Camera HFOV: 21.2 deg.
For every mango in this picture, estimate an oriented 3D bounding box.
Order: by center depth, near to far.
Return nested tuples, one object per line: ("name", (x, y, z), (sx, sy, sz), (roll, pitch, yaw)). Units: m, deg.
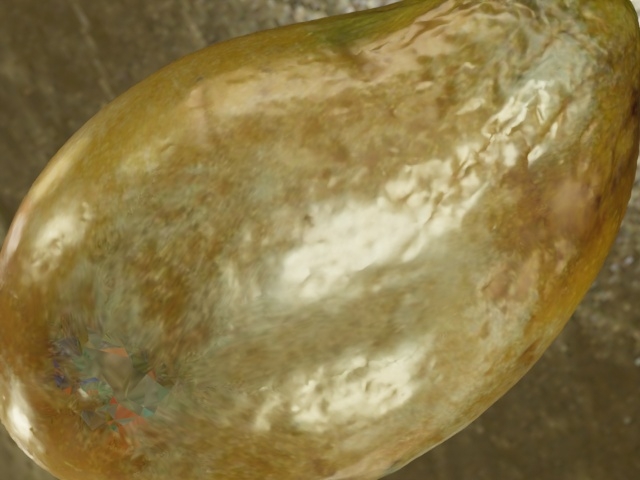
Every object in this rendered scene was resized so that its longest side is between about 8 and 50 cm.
("mango", (0.000, 0.000, 0.705), (0.193, 0.316, 0.146), (54, -166, -6))
